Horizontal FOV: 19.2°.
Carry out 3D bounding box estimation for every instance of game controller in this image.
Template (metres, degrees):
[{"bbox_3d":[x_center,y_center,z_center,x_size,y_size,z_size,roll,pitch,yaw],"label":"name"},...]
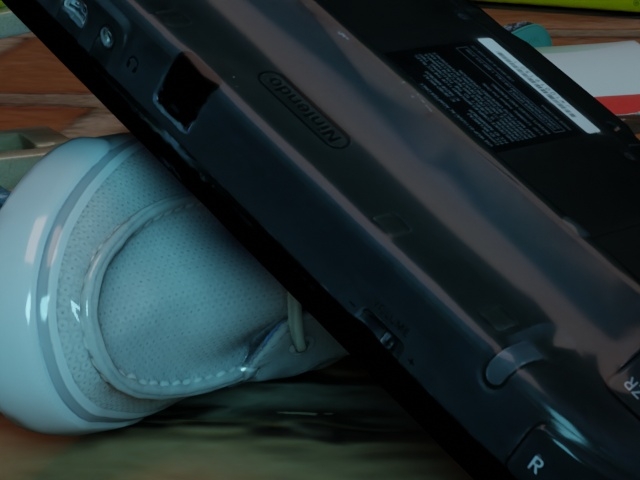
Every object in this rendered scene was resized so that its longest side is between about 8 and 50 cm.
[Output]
[{"bbox_3d":[0.028,-0.030,0.590,0.166,0.067,0.319,-4,42,-51],"label":"game controller"}]

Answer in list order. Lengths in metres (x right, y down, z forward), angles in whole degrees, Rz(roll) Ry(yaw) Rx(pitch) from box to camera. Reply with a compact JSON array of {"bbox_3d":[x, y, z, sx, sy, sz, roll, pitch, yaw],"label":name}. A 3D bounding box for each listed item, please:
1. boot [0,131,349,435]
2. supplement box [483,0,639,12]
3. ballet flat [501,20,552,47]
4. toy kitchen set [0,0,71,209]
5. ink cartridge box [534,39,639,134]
[{"bbox_3d":[0.000,0.000,0.631,0.123,0.095,0.258,-2,12,24],"label":"boot"},{"bbox_3d":[0.295,-0.283,1.484,0.357,0.194,0.195,9,18,34],"label":"supplement box"},{"bbox_3d":[0.099,-0.110,1.171,0.041,0.041,0.114,11,19,39],"label":"ballet flat"},{"bbox_3d":[-0.137,-0.065,0.753,0.122,0.166,0.207,-8,16,-25],"label":"toy kitchen set"},{"bbox_3d":[0.074,-0.069,0.870,0.181,0.056,0.225,-5,-2,-13],"label":"ink cartridge box"}]
